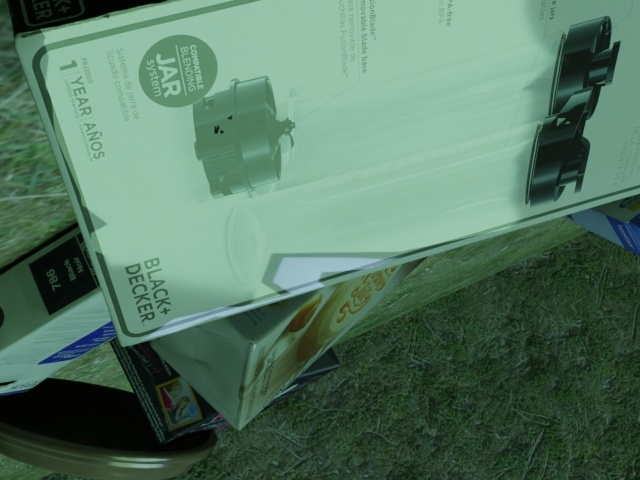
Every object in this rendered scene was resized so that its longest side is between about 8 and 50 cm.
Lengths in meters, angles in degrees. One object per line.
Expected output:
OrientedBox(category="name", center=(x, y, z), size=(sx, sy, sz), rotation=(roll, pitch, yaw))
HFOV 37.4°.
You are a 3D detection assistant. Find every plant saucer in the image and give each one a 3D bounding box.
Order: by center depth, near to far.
OrientedBox(category="plant saucer", center=(-0.252, 0.205, 1.033), size=(0.278, 0.041, 0.278), rotation=(12, -179, 0))

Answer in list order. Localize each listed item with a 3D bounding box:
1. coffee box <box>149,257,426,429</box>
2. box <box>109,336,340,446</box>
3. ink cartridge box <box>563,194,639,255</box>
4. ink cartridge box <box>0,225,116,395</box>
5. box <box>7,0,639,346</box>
OrientedBox(category="coffee box", center=(0.000, 0.000, 0.678), size=(0.246, 0.098, 0.141), rotation=(-40, 162, -28))
OrientedBox(category="box", center=(-0.103, 0.112, 1.059), size=(0.142, 0.163, 0.247), rotation=(-31, 168, 14))
OrientedBox(category="ink cartridge box", center=(0.377, -0.079, 1.086), size=(0.186, 0.065, 0.311), rotation=(-35, -161, -3))
OrientedBox(category="ink cartridge box", center=(-0.181, 0.038, 0.791), size=(0.333, 0.065, 0.165), rotation=(-30, 169, 15))
OrientedBox(category="box", center=(0.031, -0.075, 0.404), size=(0.290, 0.087, 0.169), rotation=(-16, 138, -9))
